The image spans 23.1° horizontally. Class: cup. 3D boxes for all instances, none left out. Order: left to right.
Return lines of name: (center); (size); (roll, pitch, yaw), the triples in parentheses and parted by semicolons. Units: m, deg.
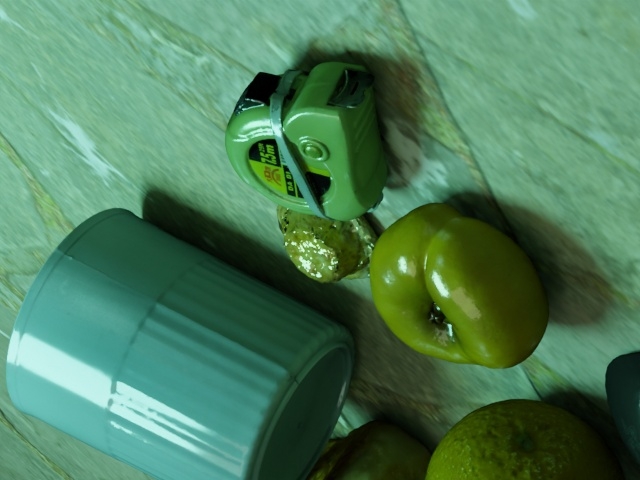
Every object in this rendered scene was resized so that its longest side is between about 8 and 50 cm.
cup: (-0.154, 0.172, 1.757); (0.311, 0.257, 0.331); (25, 122, 21)

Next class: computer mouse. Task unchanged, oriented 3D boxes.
computer mouse: (0.363, 0.216, 1.454); (0.264, 0.088, 0.147); (34, 152, 4)

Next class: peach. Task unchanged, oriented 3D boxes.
peach: (0.128, 0.045, 1.457); (0.179, 0.103, 0.179); (27, 145, 21)

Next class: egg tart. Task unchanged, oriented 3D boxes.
egg tart: (0.000, 0.000, 1.591); (0.128, 0.049, 0.129); (28, 146, 20)

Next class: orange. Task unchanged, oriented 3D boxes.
orange: (0.205, 0.276, 1.570); (0.236, 0.236, 0.236); (28, 148, 19)

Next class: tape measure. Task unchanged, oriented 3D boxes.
tape measure: (-0.011, -0.090, 1.441); (0.154, 0.087, 0.177); (10, 142, 21)

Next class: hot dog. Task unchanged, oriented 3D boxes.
hot dog: (0.030, 0.373, 1.921); (0.223, 0.185, 0.405); (45, 149, -7)
